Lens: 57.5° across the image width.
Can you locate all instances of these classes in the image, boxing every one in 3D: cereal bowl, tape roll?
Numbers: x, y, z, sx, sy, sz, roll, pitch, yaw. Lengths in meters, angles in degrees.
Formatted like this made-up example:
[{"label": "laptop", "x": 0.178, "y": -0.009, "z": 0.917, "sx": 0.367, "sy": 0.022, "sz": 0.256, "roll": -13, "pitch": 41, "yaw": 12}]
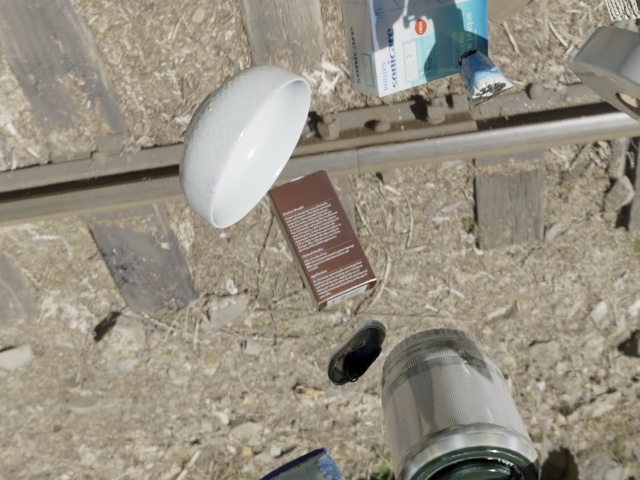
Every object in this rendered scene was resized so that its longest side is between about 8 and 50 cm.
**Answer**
[{"label": "cereal bowl", "x": -0.167, "y": -0.200, "z": 1.154, "sx": 0.141, "sy": 0.339, "sz": 0.339, "roll": 32, "pitch": 122, "yaw": 8}, {"label": "tape roll", "x": 0.604, "y": -0.225, "z": 0.978, "sx": 0.391, "sy": 0.392, "sz": 0.072, "roll": 26, "pitch": 108, "yaw": -18}]

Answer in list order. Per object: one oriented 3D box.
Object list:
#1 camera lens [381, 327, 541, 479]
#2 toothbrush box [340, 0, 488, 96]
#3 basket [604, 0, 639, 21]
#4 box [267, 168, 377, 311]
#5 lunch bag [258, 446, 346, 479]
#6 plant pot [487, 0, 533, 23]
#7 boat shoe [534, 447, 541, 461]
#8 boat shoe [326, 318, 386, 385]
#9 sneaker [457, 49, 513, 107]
[{"label": "camera lens", "x": 0.218, "y": 0.308, "z": 0.964, "sx": 0.219, "sy": 0.274, "sz": 0.220, "roll": -1, "pitch": 122, "yaw": -2}, {"label": "toothbrush box", "x": 0.204, "y": -0.456, "z": 1.245, "sx": 0.295, "sy": 0.126, "sz": 0.217, "roll": -20, "pitch": 120, "yaw": -19}, {"label": "basket", "x": 0.721, "y": -0.606, "z": 1.343, "sx": 0.103, "sy": 0.167, "sz": 0.113, "roll": 1, "pitch": 162, "yaw": 38}, {"label": "box", "x": 0.000, "y": 0.000, "z": 1.747, "sx": 0.191, "sy": 0.382, "sz": 0.143, "roll": -22, "pitch": 165, "yaw": -8}, {"label": "lunch bag", "x": -0.030, "y": 0.281, "z": 0.513, "sx": 0.151, "sy": 0.129, "sz": 0.096, "roll": -18, "pitch": 118, "yaw": -20}, {"label": "plant pot", "x": 0.493, "y": -0.730, "z": 1.494, "sx": 0.323, "sy": 0.323, "sz": 0.280, "roll": 29, "pitch": 127, "yaw": -19}, {"label": "boat shoe", "x": 0.346, "y": 0.428, "z": 1.083, "sx": 0.153, "sy": 0.048, "sz": 0.056, "roll": -28, "pitch": 116, "yaw": -20}, {"label": "boat shoe", "x": 0.073, "y": 0.259, "z": 1.240, "sx": 0.080, "sy": 0.076, "sz": 0.228, "roll": 26, "pitch": 132, "yaw": -12}, {"label": "sneaker", "x": 0.229, "y": -0.237, "z": 0.825, "sx": 0.063, "sy": 0.162, "sz": 0.073, "roll": -25, "pitch": 89, "yaw": 17}]
